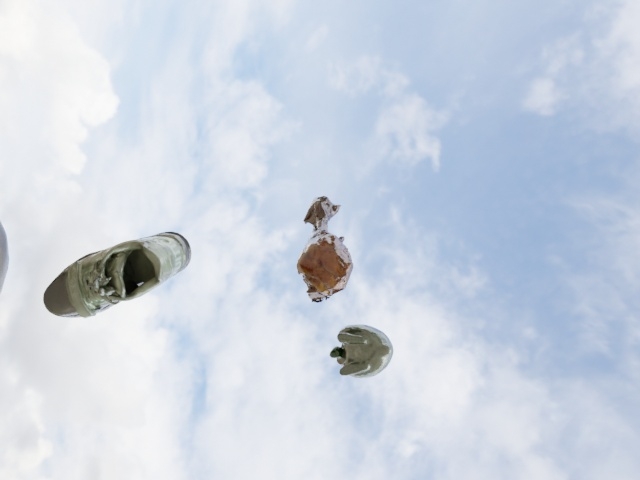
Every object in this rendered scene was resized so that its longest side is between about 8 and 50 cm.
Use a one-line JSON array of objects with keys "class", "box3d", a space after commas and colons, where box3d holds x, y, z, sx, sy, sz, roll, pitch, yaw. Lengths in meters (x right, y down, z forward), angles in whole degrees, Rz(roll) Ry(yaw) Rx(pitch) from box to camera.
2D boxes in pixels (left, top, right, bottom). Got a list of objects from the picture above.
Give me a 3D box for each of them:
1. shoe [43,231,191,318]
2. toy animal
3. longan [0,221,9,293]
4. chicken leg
[{"class": "shoe", "box3d": [-0.377, 0.066, 1.085, 0.293, 0.149, 0.109, -22, -87, 7]}, {"class": "toy animal", "box3d": [0.096, 0.233, 1.328, 0.138, 0.236, 0.108, -4, -99, 14]}, {"class": "longan", "box3d": [-0.841, 0.027, 1.264, 0.336, 0.404, 0.404, 28, -80, 39]}, {"class": "chicken leg", "box3d": [0.000, 0.000, 1.279, 0.113, 0.093, 0.304, -25, -146, 11]}]
